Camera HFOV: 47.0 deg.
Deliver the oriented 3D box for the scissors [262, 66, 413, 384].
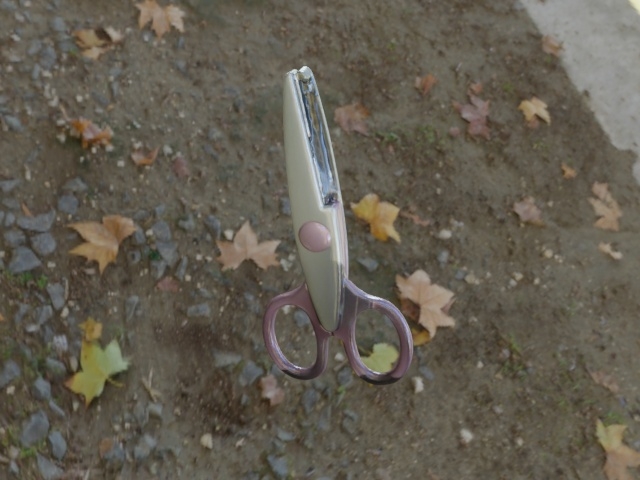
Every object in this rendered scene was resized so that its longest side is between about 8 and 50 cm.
[{"bbox_3d":[0.000,0.000,0.377,0.085,0.176,0.022,1,26,20],"label":"scissors"}]
